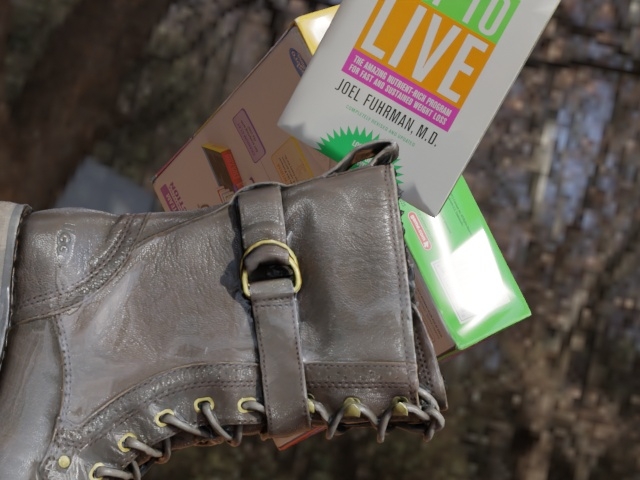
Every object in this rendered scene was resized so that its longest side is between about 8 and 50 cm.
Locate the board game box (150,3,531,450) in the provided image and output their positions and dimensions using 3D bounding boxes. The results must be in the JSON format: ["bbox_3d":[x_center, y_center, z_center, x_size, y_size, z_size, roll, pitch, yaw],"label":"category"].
[{"bbox_3d":[0.000,0.000,1.341,0.064,0.242,0.316,-22,-7,-28],"label":"board game box"}]

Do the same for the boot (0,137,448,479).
[{"bbox_3d":[-0.054,0.082,0.877,0.229,0.263,0.091,-2,-10,1],"label":"boot"}]

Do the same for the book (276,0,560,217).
[{"bbox_3d":[0.052,-0.096,0.939,0.096,0.144,0.035,30,23,3],"label":"book"}]
